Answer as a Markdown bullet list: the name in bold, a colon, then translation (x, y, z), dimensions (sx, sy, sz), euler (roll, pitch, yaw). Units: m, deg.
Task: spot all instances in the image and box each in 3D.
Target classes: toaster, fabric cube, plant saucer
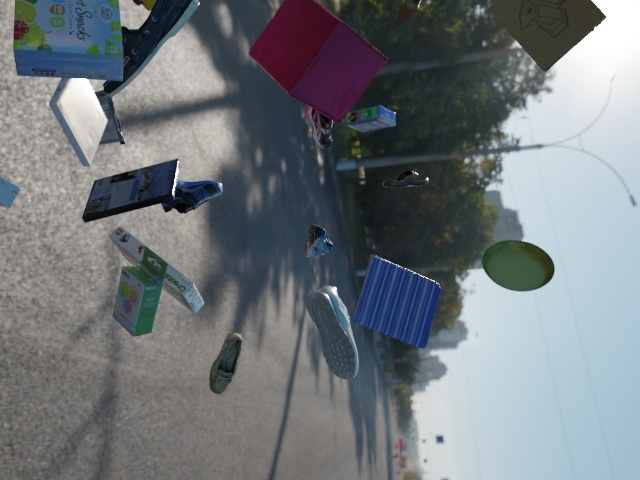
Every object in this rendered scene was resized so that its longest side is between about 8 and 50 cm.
- **toaster**: translation (-0.822, -0.443, 2.290), dimensions (0.227, 0.146, 0.129), euler (89, -18, -45)
- **fabric cube**: translation (-0.010, -0.556, 1.878), dimensions (0.254, 0.259, 0.258), euler (19, 25, -51)
- **plant saucer**: translation (0.673, 0.093, 2.117), dimensions (0.241, 0.240, 0.037), euler (-89, 176, -47)

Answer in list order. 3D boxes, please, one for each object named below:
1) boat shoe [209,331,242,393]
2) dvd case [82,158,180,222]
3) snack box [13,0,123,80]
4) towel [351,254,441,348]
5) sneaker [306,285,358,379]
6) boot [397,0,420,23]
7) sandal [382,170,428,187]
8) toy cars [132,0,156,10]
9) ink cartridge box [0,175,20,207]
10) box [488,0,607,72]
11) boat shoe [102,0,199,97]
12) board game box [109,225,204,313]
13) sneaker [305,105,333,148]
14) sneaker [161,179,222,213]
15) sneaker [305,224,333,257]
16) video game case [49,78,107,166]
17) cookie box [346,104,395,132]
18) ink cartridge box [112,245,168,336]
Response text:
- **boat shoe**: translation (-0.222, 0.294, 1.463), dimensions (0.153, 0.056, 0.048), euler (-66, -162, 0)
- **dvd case**: translation (-0.509, -0.137, 1.677), dimensions (0.180, 0.253, 0.022), euler (-98, 173, -50)
- **snack box**: translation (-0.444, -0.383, 1.096), dimensions (0.070, 0.174, 0.207), euler (121, -37, -55)
- **towel**: translation (0.267, 0.214, 2.123), dimensions (0.040, 0.336, 0.243), euler (-5, -116, 57)
- **sneaker**: translation (0.047, 0.225, 1.528), dimensions (0.095, 0.090, 0.235), euler (-24, 97, -64)
- **boot**: translation (0.252, -0.661, 1.700), dimensions (0.118, 0.042, 0.087), euler (-47, -159, 39)
- **sandal**: translation (0.307, -0.222, 2.222), dimensions (0.090, 0.219, 0.060), euler (0, -84, 51)
- **toy cars**: translation (-0.639, -0.766, 1.758), dimensions (0.087, 0.393, 0.176), euler (-112, -151, -45)
- **ink cartridge box**: translation (-0.715, -0.115, 1.322), dimensions (0.088, 0.122, 0.052), euler (39, 66, -45)
- **box**: translation (0.496, -0.500, 1.365), dimensions (0.201, 0.164, 0.021), euler (55, 26, 14)
- **boat shoe**: translation (-0.462, -0.519, 1.581), dimensions (0.113, 0.340, 0.127), euler (41, 12, -29)
- **board game box**: translation (-0.501, 0.093, 1.909), dimensions (0.053, 0.305, 0.193), euler (-50, 166, -18)
- **sneaker**: translation (0.012, -0.396, 2.163), dimensions (0.178, 0.077, 0.072), euler (61, 40, -41)
- **sneaker**: translation (-0.373, -0.124, 1.797), dimensions (0.232, 0.081, 0.091), euler (-5, 81, -51)
- **sneaker**: translation (0.000, 0.000, 1.702), dimensions (0.162, 0.073, 0.063), euler (113, -23, -70)
- **video game case**: translation (-0.685, -0.363, 1.766), dimensions (0.227, 0.026, 0.206), euler (80, 9, -49)
- **cookie box**: translation (0.138, -0.333, 1.697), dimensions (0.091, 0.107, 0.040), euler (8, 79, -54)
- **ink cartridge box**: translation (-0.475, 0.132, 1.624), dimensions (0.062, 0.109, 0.209), euler (-5, 119, -49)
